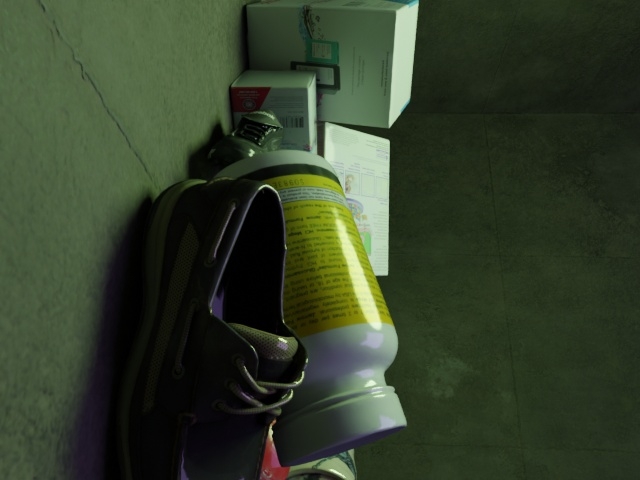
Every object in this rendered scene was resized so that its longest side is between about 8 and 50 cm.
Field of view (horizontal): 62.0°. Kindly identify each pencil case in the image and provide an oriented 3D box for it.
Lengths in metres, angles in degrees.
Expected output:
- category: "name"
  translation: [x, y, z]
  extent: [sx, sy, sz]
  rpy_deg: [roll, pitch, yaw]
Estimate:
- category: "pencil case"
  translation: [-0.023, 0.421, 1.066]
  extent: [0.160, 0.183, 0.410]
  rpy_deg: [48, 6, -9]

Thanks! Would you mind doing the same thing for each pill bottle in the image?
- category: "pill bottle"
  translation: [-0.023, 0.075, 0.630]
  extent: [0.188, 0.188, 0.334]
  rpy_deg: [83, -10, -64]

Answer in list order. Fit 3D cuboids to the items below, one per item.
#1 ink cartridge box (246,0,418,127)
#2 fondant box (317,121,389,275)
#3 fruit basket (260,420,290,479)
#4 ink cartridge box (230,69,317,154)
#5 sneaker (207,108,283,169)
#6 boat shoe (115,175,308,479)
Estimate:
- category: "ink cartridge box"
  translation: [0.026, -0.345, 1.000]
  extent: [0.198, 0.270, 0.197]
  rpy_deg: [-54, 149, -55]
- category: "fondant box"
  translation: [0.054, -0.082, 1.219]
  extent: [0.238, 0.096, 0.330]
  rpy_deg: [3, 87, -48]
- category: "fruit basket"
  translation: [-0.098, 0.259, 0.801]
  extent: [0.327, 0.165, 0.353]
  rpy_deg: [85, 23, -55]
- category: "ink cartridge box"
  translation: [-0.072, -0.191, 0.915]
  extent: [0.127, 0.128, 0.176]
  rpy_deg: [-82, 173, -60]
- category: "sneaker"
  translation: [-0.099, -0.141, 0.753]
  extent: [0.234, 0.078, 0.106]
  rpy_deg: [-88, -161, -85]
- category: "boat shoe"
  translation: [-0.089, 0.105, 0.471]
  extent: [0.132, 0.130, 0.355]
  rpy_deg: [11, 71, -52]
